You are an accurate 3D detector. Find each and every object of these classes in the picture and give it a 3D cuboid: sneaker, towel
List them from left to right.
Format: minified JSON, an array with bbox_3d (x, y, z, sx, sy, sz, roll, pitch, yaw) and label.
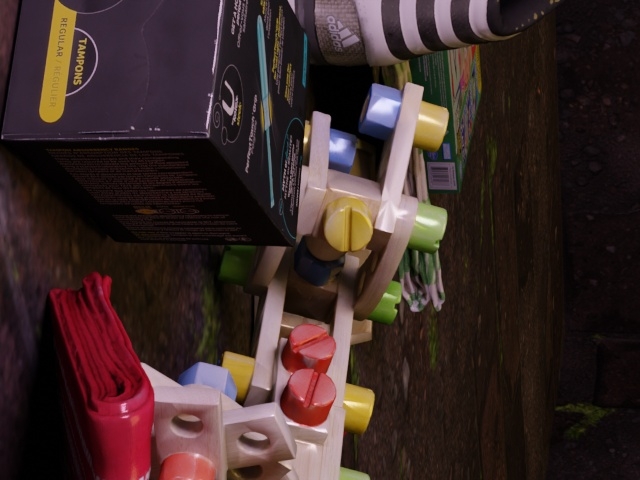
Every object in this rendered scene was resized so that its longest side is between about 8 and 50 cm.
[{"bbox_3d":[-0.090,0.167,0.786,0.199,0.031,0.275,-133,-142,-71],"label":"towel"},{"bbox_3d":[0.058,-0.131,1.485,0.248,0.038,0.325,-96,176,-50],"label":"towel"},{"bbox_3d":[0.101,-0.281,1.253,0.169,0.257,0.447,77,19,-48],"label":"sneaker"}]

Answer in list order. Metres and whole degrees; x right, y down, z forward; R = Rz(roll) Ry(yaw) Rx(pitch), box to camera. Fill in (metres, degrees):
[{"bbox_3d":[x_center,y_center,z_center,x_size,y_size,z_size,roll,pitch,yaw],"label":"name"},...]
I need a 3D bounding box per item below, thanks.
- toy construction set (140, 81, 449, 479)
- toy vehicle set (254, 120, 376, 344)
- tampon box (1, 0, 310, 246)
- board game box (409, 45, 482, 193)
[{"bbox_3d":[-0.016,0.067,1.018,0.328,0.151,0.215,-61,175,-49],"label":"toy construction set"},{"bbox_3d":[0.000,0.000,1.337,0.267,0.035,0.166,6,85,-77],"label":"toy vehicle set"},{"bbox_3d":[-0.074,-0.076,0.851,0.161,0.101,0.120,56,37,-68],"label":"tampon box"},{"bbox_3d":[0.133,-0.240,1.885,0.213,0.046,0.317,-72,159,-50],"label":"board game box"}]
